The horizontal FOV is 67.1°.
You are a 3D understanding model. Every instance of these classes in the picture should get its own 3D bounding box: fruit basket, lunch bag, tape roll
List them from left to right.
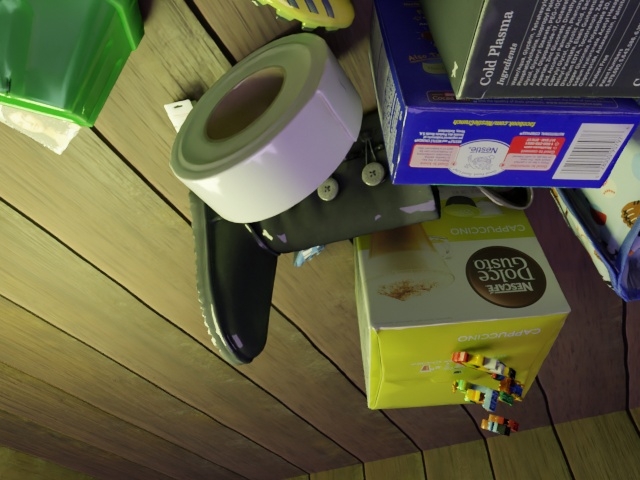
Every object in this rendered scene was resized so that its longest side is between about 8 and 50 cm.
[{"bbox_3d":[-0.395,-0.356,0.560,0.391,0.283,0.392,-2,96,-16],"label":"fruit basket"},{"bbox_3d":[-0.082,-0.168,0.709,0.286,0.286,0.100,-24,133,21],"label":"tape roll"},{"bbox_3d":[0.478,-0.136,0.745,0.238,0.328,0.385,-8,140,-2],"label":"lunch bag"}]

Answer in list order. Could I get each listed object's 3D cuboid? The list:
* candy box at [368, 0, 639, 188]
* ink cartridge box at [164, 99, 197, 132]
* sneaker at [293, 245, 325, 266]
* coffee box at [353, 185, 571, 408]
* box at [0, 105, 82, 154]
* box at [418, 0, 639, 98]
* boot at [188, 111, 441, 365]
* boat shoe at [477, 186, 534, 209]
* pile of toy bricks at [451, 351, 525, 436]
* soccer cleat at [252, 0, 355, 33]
[{"bbox_3d":[0.211,-0.216,0.649,0.268,0.317,0.122,1,139,-3],"label":"candy box"},{"bbox_3d":[-0.231,-0.212,0.840,0.048,0.028,0.083,-10,138,7],"label":"ink cartridge box"},{"bbox_3d":[-0.021,0.013,1.083,0.059,0.053,0.144,14,136,-21],"label":"sneaker"},{"bbox_3d":[0.248,0.121,1.008,0.337,0.334,0.338,-5,138,1],"label":"coffee box"},{"bbox_3d":[-0.502,-0.240,0.771,0.232,0.058,0.087,33,127,-32],"label":"box"},{"bbox_3d":[0.280,-0.320,0.520,0.312,0.343,0.179,-2,139,-3],"label":"box"},{"bbox_3d":[-0.001,-0.002,0.865,0.445,0.367,0.146,-16,171,13],"label":"boot"},{"bbox_3d":[0.277,-0.171,0.848,0.112,0.095,0.335,-42,123,18],"label":"boat shoe"},{"bbox_3d":[0.284,0.270,0.865,0.105,0.118,0.212,4,157,40],"label":"pile of toy bricks"},{"bbox_3d":[-0.065,-0.375,0.626,0.289,0.093,0.121,20,126,-24],"label":"soccer cleat"}]
